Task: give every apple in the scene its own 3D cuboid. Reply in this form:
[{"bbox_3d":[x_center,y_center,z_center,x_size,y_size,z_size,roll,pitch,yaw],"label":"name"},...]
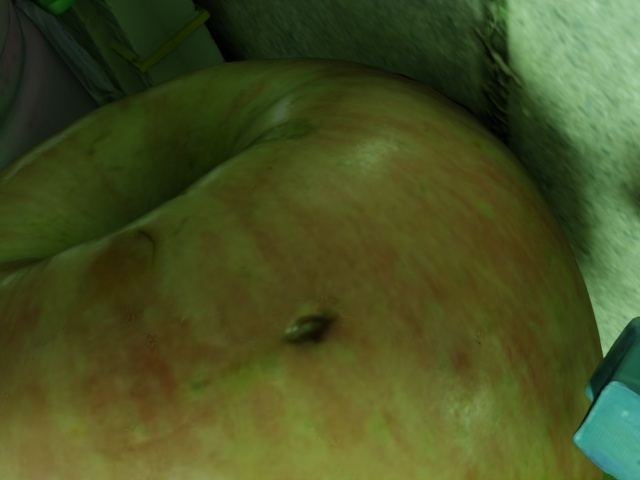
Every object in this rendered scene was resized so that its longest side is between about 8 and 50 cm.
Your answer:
[{"bbox_3d":[-0.040,0.099,0.893,0.391,0.391,0.346,27,144,57],"label":"apple"}]

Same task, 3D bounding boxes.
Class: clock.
[{"bbox_3d":[-0.150,-0.146,1.172,0.220,0.106,0.255,37,163,41],"label":"clock"}]

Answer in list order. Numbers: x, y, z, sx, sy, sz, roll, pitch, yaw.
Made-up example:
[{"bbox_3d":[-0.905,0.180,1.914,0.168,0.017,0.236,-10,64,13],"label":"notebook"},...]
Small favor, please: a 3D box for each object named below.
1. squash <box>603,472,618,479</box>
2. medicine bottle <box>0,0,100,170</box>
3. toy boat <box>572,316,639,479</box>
[{"bbox_3d":[0.184,0.189,1.022,0.247,0.132,0.132,40,165,37],"label":"squash"},{"bbox_3d":[-0.246,-0.054,1.060,0.212,0.212,0.325,38,169,37],"label":"medicine bottle"},{"bbox_3d":[0.230,0.114,0.740,0.238,0.098,0.109,39,150,13],"label":"toy boat"}]
